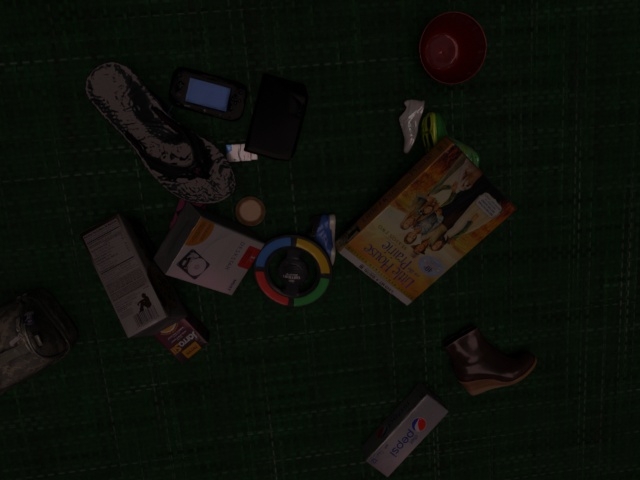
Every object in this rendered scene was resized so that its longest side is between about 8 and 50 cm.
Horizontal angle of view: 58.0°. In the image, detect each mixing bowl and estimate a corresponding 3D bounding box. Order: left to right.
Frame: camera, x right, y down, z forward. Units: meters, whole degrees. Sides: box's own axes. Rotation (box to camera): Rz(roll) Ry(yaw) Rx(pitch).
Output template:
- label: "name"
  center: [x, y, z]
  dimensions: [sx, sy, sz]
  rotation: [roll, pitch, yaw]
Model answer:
- label: "mixing bowl"
  center: [0.340, -0.510, 1.551]
  dimensions: [0.181, 0.098, 0.182]
  rotation: [-1, 102, -7]

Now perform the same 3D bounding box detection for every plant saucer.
- label: "plant saucer"
  center: [-0.198, -0.083, 1.629]
  dimensions: [0.083, 0.015, 0.084]
  rotation: [-1, 104, -6]

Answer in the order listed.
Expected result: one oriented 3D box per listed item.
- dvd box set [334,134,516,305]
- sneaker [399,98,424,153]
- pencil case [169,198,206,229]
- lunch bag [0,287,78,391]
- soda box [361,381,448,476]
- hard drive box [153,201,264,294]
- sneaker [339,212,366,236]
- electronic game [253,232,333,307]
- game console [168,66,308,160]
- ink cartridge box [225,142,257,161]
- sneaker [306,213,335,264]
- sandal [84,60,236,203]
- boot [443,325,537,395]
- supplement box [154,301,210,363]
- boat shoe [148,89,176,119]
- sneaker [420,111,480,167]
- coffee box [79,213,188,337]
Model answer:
- label: "dvd box set"
  center: [0.290, -0.041, 1.598]
  dimensions: [0.420, 0.062, 0.307]
  rotation: [-44, 119, 14]
- label: "sneaker"
  center: [0.247, -0.319, 1.613]
  dimensions: [0.061, 0.054, 0.152]
  rotation: [13, 98, 6]
- label: "pencil case"
  center: [-0.336, -0.107, 1.572]
  dimensions: [0.095, 0.098, 0.209]
  rotation: [31, 101, 33]
- label: "lunch bag"
  center: [-0.829, 0.288, 1.519]
  dimensions: [0.305, 0.256, 0.213]
  rotation: [-29, 105, 0]
- label: "soda box"
  center: [0.259, 0.586, 1.795]
  dimensions: [0.098, 0.091, 0.286]
  rotation: [39, 96, -12]
- label: "hard drive box"
  center: [-0.295, 0.027, 1.550]
  dimensions: [0.232, 0.089, 0.181]
  rotation: [24, 101, -47]
- label: "sneaker"
  center: [0.170, -0.052, 1.646]
  dimensions: [0.237, 0.085, 0.086]
  rotation: [-25, 112, 3]
- label: "electronic game"
  center: [-0.079, 0.088, 1.641]
  dimensions: [0.229, 0.048, 0.229]
  rotation: [2, 113, 6]
- label: "game console"
  center: [-0.223, -0.352, 1.538]
  dimensions: [0.361, 0.044, 0.213]
  rotation: [14, 91, -6]
- label: "ink cartridge box"
  center: [-0.216, -0.242, 1.584]
  dimensions: [0.083, 0.028, 0.048]
  rotation: [-4, 103, -6]
- label: "sneaker"
  center: [0.000, 0.000, 1.650]
  dimensions: [0.084, 0.058, 0.152]
  rotation: [-1, 106, -3]
- label: "sandal"
  center: [-0.399, -0.248, 1.431]
  dimensions: [0.445, 0.107, 0.167]
  rotation: [43, 91, -15]
- label: "boot"
  center: [0.522, 0.350, 1.771]
  dimensions: [0.248, 0.090, 0.207]
  rotation: [-26, 106, 4]
- label: "supplement box"
  center: [-0.416, 0.243, 1.645]
  dimensions: [0.104, 0.081, 0.188]
  rotation: [-39, 104, 3]
- label: "boat shoe"
  center: [-0.409, -0.285, 1.521]
  dimensions: [0.109, 0.089, 0.258]
  rotation: [-33, 104, 2]
- label: "sneaker"
  center: [0.373, -0.238, 1.620]
  dimensions: [0.123, 0.109, 0.296]
  rotation: [-32, 114, -1]
- label: "coffee box"
  center: [-0.484, 0.094, 1.510]
  dimensions: [0.118, 0.168, 0.297]
  rotation: [-29, 81, 1]
